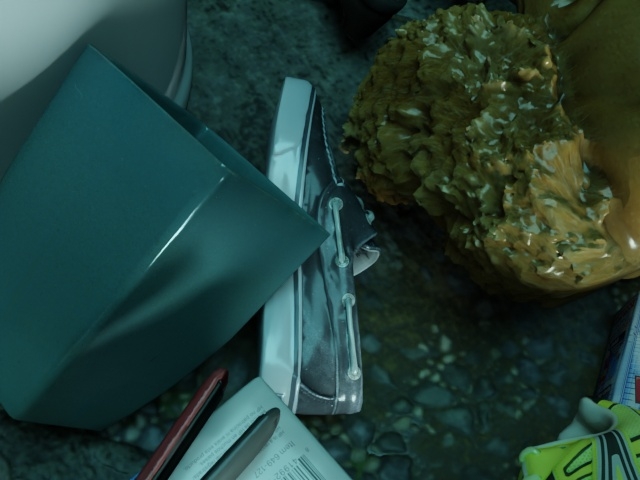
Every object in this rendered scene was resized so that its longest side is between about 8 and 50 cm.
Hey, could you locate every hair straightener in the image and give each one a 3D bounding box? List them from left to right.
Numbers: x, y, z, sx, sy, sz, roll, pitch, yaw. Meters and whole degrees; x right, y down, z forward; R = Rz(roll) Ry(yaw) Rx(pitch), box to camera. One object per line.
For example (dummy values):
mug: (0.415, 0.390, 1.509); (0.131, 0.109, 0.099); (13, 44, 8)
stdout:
hair straightener: (-0.090, 0.186, 0.536); (0.089, 0.047, 0.230); (32, 64, 10)

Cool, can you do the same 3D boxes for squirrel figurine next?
squirrel figurine: (0.213, -0.152, 0.811); (0.397, 0.281, 0.370); (-22, 77, -10)

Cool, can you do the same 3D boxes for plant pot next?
plant pot: (-0.152, 0.016, 0.706); (0.165, 0.165, 0.234); (42, 95, 29)

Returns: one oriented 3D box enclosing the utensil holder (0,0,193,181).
utensil holder: (-0.257, -0.252, 0.740); (0.327, 0.385, 0.328); (4, 62, -8)

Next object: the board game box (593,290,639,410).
board game box: (0.310, 0.148, 0.805); (0.194, 0.060, 0.194); (11, 62, -3)

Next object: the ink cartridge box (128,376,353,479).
ink cartridge box: (-0.035, 0.251, 0.634); (0.171, 0.168, 0.233); (-36, 73, -23)

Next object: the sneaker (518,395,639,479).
sneaker: (0.163, 0.213, 0.585); (0.147, 0.145, 0.384); (30, 23, 23)

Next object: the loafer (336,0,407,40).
loafer: (0.026, -0.289, 0.979); (0.080, 0.078, 0.220); (19, 41, -26)

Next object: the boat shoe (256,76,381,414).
boat shoe: (0.000, 0.000, 0.808); (0.102, 0.108, 0.301); (4, 65, -7)
